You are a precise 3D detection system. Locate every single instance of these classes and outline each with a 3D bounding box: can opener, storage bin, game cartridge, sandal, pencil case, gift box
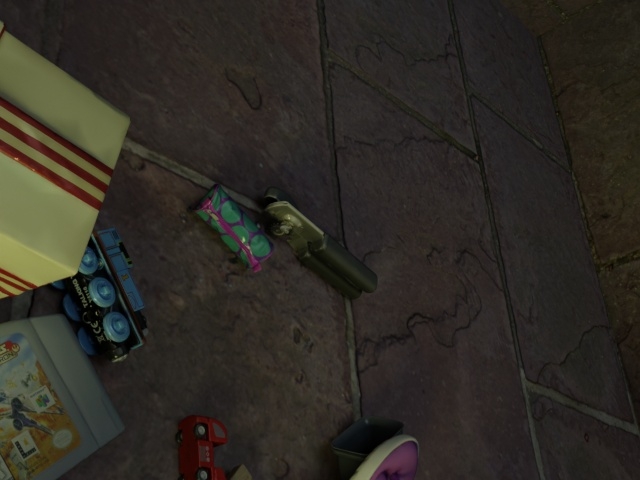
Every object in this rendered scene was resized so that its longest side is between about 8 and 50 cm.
[{"bbox_3d":[0.000,0.000,1.570,0.283,0.076,0.095,39,42,-33],"label":"can opener"},{"bbox_3d":[0.076,0.367,1.424,0.135,0.098,0.091,-22,113,-56],"label":"storage bin"},{"bbox_3d":[-0.374,0.204,0.966,0.297,0.062,0.198,-32,98,-56],"label":"game cartridge"},{"bbox_3d":[0.061,0.456,1.263,0.416,0.102,0.169,-36,136,-45],"label":"sandal"},{"bbox_3d":[-0.145,-0.020,1.402,0.152,0.064,0.070,48,21,-20],"label":"pencil case"},{"bbox_3d":[-0.407,-0.105,0.957,0.258,0.255,0.276,34,49,-38],"label":"gift box"}]

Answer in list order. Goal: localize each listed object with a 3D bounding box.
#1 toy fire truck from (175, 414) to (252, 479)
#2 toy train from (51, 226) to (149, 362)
[{"bbox_3d":[-0.135,0.348,1.186,0.135,0.047,0.192,22,50,-44],"label":"toy fire truck"},{"bbox_3d":[-0.293,0.072,1.137,0.184,0.080,0.105,64,28,1],"label":"toy train"}]
